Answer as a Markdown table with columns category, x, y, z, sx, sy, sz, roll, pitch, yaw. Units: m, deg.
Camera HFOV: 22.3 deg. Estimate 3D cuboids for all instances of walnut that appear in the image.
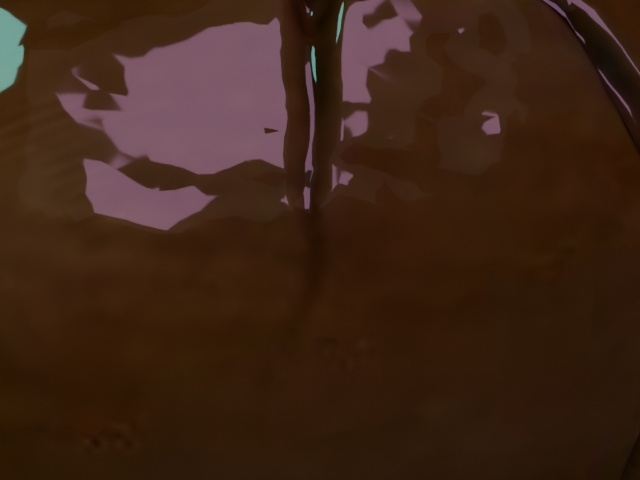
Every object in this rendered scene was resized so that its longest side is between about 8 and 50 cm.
| category | x | y | z | sx | sy | sz | roll | pitch | yaw |
| --- | --- | --- | --- | --- | --- | --- | --- | --- | --- |
| walnut | 0.000 | 0.000 | 0.408 | 0.298 | 0.203 | 0.203 | -12 | 45 | -18 |
